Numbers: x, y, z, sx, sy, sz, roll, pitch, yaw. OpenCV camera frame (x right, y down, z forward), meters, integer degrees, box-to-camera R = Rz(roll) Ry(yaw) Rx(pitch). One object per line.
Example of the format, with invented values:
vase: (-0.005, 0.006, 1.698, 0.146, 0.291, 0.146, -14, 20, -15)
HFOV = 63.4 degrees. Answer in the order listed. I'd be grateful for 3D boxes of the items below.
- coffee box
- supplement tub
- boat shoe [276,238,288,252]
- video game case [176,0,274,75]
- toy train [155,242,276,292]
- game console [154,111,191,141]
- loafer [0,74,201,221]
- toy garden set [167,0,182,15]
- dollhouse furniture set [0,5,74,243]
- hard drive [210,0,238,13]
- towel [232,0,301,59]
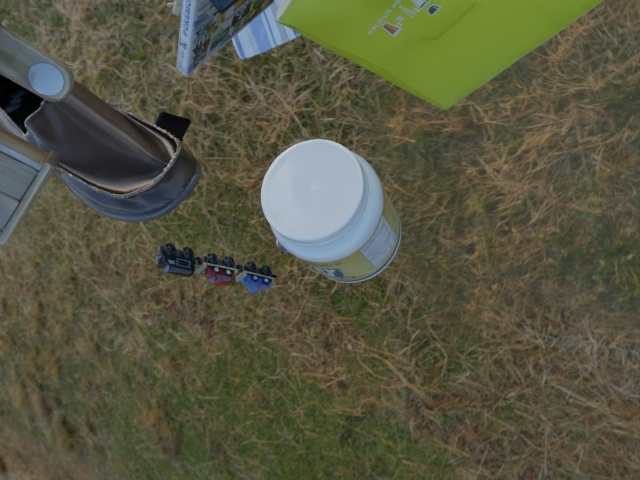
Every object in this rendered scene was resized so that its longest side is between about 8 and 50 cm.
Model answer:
coffee box: (0.176, -0.462, 0.758, 0.337, 0.338, 0.334, -29, 45, 57)
supplement tub: (0.019, -0.032, 0.668, 0.144, 0.200, 0.144, -5, 73, 17)
boat shoe: (0.000, 0.000, 1.707, 0.092, 0.285, 0.103, -111, 20, -49)
video game case: (-0.167, -0.526, 1.058, 0.036, 0.329, 0.300, 38, 153, -2)
toy train: (-0.122, 0.037, 0.628, 0.027, 0.158, 0.036, -33, 52, 45)
game console: (-0.493, -0.359, 1.644, 0.107, 0.122, 0.071, 7, 91, 36)
loafer: (-0.326, -0.138, 0.693, 0.366, 0.134, 0.130, 22, 157, 20)
toy garden set: (-0.368, -0.656, 1.369, 0.244, 0.204, 0.049, 37, 139, -5)
dollhouse furniture set: (-0.344, -0.027, 0.423, 0.174, 0.355, 0.303, 30, 106, -29)
hard drive: (-0.089, -0.330, 0.568, 0.135, 0.022, 0.094, -32, 127, 15)
towel: (-0.188, -0.729, 1.681, 0.285, 0.034, 0.209, -11, 113, 28)
